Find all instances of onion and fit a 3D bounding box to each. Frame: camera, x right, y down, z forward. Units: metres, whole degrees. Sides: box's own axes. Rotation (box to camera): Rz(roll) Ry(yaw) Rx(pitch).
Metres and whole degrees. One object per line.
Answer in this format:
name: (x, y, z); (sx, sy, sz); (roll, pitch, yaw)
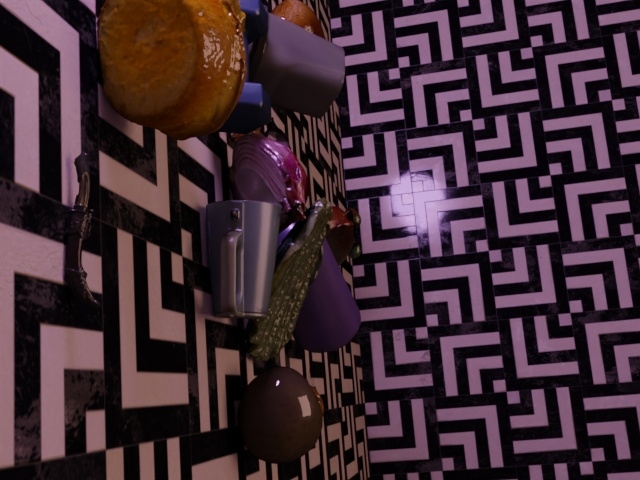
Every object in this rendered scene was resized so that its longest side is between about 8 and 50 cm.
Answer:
onion: (-0.094, -0.119, 1.747); (0.283, 0.120, 0.227); (38, -47, 41)

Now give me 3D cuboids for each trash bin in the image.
trash bin: (-0.081, -0.453, 1.992); (0.219, 0.250, 0.220); (130, -32, -49)

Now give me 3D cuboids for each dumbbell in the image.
dumbbell: (-0.193, -0.411, 1.753); (0.160, 0.144, 0.325); (61, 25, -69)

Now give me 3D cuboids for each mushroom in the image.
mushroom: (-0.084, -0.615, 2.361); (0.263, 0.195, 0.283); (54, 30, -59)

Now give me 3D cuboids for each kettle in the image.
kettle: (-0.165, 0.042, 1.584); (0.210, 0.159, 0.243); (78, 12, -80)

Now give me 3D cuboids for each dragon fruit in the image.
dragon fruit: (0.000, 0.000, 2.318); (0.295, 0.268, 0.130); (15, 27, -50)

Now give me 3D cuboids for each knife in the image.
knife: (-0.332, -0.016, 1.042); (0.021, 0.045, 0.222); (-31, -117, 59)

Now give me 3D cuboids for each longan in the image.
longan: (-0.090, 0.388, 1.680); (0.197, 0.196, 0.220); (-84, 171, -50)

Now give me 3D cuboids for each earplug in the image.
earplug: (-0.037, 0.101, 2.146); (0.215, 0.215, 0.456); (-86, 162, -45)

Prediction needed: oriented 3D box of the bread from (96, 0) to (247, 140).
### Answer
bread: (-0.236, -0.294, 1.204); (0.145, 0.268, 0.269); (-10, 93, -63)

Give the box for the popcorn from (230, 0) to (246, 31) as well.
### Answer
popcorn: (-0.233, -0.402, 1.406); (0.253, 0.190, 0.191); (-17, 94, -76)

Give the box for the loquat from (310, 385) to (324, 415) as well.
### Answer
loquat: (-0.055, 0.441, 2.003); (0.141, 0.141, 0.141); (-7, 90, -80)

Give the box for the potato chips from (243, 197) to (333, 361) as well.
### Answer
potato chips: (-0.066, 0.092, 1.823); (0.429, 0.070, 0.358); (-64, 166, -8)

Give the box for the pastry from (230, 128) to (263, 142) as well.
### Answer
pastry: (-0.182, -0.268, 1.948); (0.169, 0.063, 0.087); (59, 29, -69)

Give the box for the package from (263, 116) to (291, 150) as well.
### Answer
package: (-0.120, -0.215, 2.096); (0.204, 0.062, 0.251); (-143, -133, -77)

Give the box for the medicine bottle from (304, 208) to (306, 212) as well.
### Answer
medicine bottle: (-0.095, -0.117, 2.289); (0.140, 0.079, 0.079); (68, 18, -53)
